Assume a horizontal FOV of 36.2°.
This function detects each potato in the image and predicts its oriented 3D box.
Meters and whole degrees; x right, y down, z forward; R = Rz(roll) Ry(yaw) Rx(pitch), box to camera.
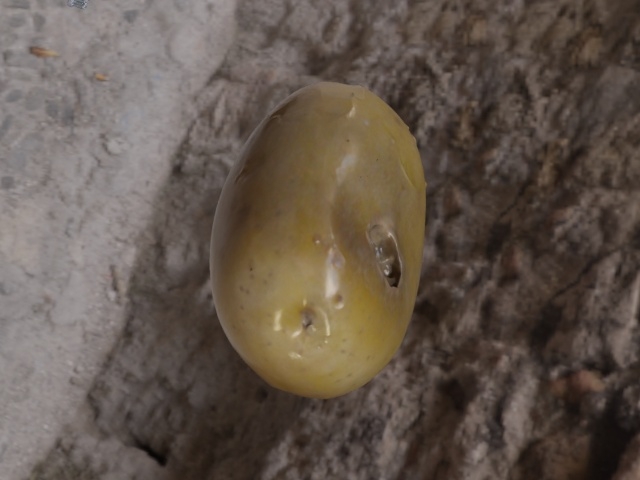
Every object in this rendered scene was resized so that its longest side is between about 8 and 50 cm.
[{"bbox_3d":[0.000,0.000,0.640,0.150,0.146,0.234,32,46,-14],"label":"potato"}]

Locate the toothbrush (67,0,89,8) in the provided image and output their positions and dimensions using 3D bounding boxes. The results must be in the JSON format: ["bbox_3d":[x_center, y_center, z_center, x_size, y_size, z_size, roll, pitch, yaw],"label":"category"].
[{"bbox_3d":[-0.252,-0.397,1.151,0.018,0.024,0.257,-125,-129,-87],"label":"toothbrush"}]
